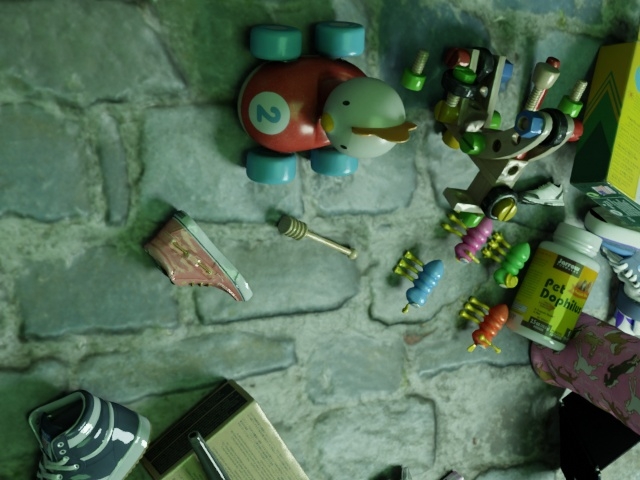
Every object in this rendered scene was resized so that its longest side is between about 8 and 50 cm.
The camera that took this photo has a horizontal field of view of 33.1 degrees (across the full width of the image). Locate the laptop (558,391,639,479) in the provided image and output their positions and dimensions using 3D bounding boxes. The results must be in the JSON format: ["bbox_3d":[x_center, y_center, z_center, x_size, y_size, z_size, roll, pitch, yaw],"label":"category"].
[{"bbox_3d":[0.552,0.391,2.052,0.137,0.234,0.264,-8,115,-2],"label":"laptop"}]

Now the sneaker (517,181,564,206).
[{"bbox_3d":[0.386,-0.083,1.898,0.109,0.040,0.043,2,91,-38],"label":"sneaker"}]

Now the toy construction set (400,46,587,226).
[{"bbox_3d":[0.280,-0.161,1.714,0.309,0.257,0.237,-23,142,-51],"label":"toy construction set"}]

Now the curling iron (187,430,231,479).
[{"bbox_3d":[-0.130,0.369,1.614,0.068,0.035,0.274,-44,127,-16],"label":"curling iron"}]

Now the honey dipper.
[{"bbox_3d":[0.000,0.000,1.672,0.161,0.030,0.030,24,94,-42],"label":"honey dipper"}]

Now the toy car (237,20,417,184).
[{"bbox_3d":[0.023,-0.174,1.482,0.210,0.238,0.219,-10,113,-31],"label":"toy car"}]

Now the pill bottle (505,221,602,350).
[{"bbox_3d":[0.423,0.080,1.928,0.117,0.117,0.214,23,91,-38],"label":"pill bottle"}]

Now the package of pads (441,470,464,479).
[{"bbox_3d":[0.235,0.476,2.018,0.083,0.032,0.050,-33,126,-19],"label":"package of pads"}]

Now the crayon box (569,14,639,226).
[{"bbox_3d":[0.554,-0.206,1.890,0.202,0.081,0.318,28,72,-37],"label":"crayon box"}]

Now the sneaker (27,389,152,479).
[{"bbox_3d":[-0.371,0.339,1.507,0.282,0.099,0.153,-57,133,-11],"label":"sneaker"}]

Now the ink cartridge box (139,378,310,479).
[{"bbox_3d":[-0.142,0.364,1.682,0.193,0.088,0.234,-39,126,-14],"label":"ink cartridge box"}]

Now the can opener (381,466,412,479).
[{"bbox_3d":[0.167,0.534,1.986,0.095,0.076,0.283,-11,122,10],"label":"can opener"}]

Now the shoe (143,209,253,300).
[{"bbox_3d":[-0.176,0.043,1.549,0.081,0.063,0.178,-44,121,-10],"label":"shoe"}]

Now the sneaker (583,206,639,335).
[{"bbox_3d":[0.597,0.083,2.048,0.323,0.130,0.236,14,113,-25],"label":"sneaker"}]

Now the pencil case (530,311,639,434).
[{"bbox_3d":[0.532,0.246,1.910,0.160,0.386,0.167,15,100,-26],"label":"pencil case"}]

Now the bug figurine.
[{"bbox_3d":[0.261,0.069,1.848,0.279,0.072,0.216,31,89,-38],"label":"bug figurine"}]
